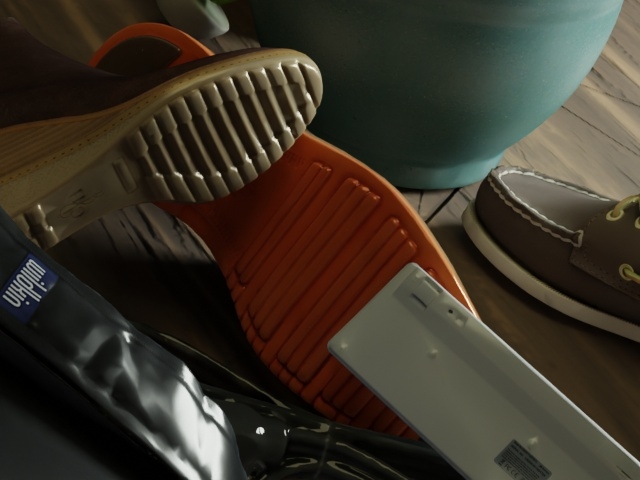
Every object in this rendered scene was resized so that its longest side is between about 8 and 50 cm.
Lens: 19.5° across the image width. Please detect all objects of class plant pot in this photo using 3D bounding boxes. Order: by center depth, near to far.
[{"bbox_3d":[0.073,-0.162,1.396,0.293,0.196,0.293,10,31,-6],"label":"plant pot"}]

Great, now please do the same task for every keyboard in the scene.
[{"bbox_3d":[0.118,0.117,1.021,0.256,0.014,0.072,42,83,17],"label":"keyboard"}]

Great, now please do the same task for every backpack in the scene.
[{"bbox_3d":[-0.142,0.147,0.752,0.263,0.213,0.276,27,29,-24],"label":"backpack"}]

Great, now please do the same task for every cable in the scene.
[{"bbox_3d":[-0.029,0.121,1.034,0.287,0.072,0.139,15,30,-18],"label":"cable"}]

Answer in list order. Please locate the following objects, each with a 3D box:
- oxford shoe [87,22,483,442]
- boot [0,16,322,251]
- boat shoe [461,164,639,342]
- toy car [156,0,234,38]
[{"bbox_3d":[0.000,0.000,1.167,0.364,0.130,0.133,49,11,26],"label":"oxford shoe"},{"bbox_3d":[-0.147,-0.091,1.120,0.248,0.090,0.207,-26,44,-16],"label":"boot"},{"bbox_3d":[0.238,0.020,1.247,0.324,0.097,0.116,33,36,31],"label":"boat shoe"},{"bbox_3d":[-0.084,-0.268,1.529,0.136,0.159,0.182,48,15,-30],"label":"toy car"}]
